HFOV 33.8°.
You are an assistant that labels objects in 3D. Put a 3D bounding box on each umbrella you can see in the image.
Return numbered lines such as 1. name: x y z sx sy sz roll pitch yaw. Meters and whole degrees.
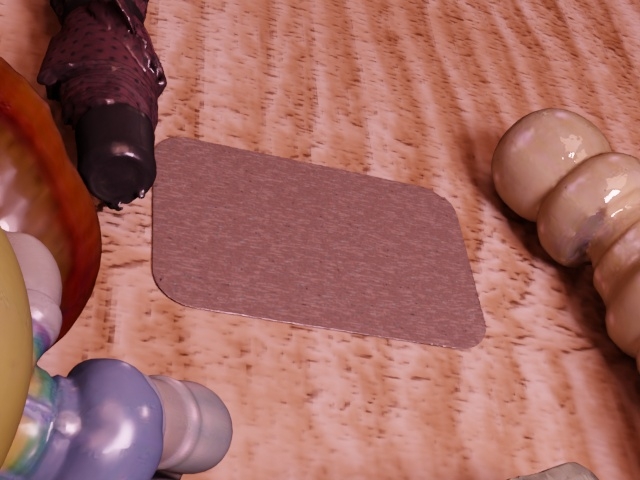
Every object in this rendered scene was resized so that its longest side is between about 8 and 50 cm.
1. umbrella: -0.169 -0.150 0.813 0.090 0.094 0.326 54 17 -45

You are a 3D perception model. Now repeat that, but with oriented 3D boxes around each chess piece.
1. chess piece: 0.244 -0.010 0.873 0.142 0.143 0.261 -14 52 -37

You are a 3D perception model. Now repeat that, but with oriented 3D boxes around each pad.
1. pad: 0.000 0.000 0.817 0.266 0.002 0.176 11 45 -19

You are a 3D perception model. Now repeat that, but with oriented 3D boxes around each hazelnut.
1. hazelnut: -0.228 -0.018 0.596 0.210 0.210 0.186 36 65 9

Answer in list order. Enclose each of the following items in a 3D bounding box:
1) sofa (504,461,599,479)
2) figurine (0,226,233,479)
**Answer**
1. sofa: 0.119 0.251 0.577 0.210 0.176 0.225 50 17 22
2. figurine: -0.145 0.062 0.424 0.205 0.225 0.381 34 14 32
